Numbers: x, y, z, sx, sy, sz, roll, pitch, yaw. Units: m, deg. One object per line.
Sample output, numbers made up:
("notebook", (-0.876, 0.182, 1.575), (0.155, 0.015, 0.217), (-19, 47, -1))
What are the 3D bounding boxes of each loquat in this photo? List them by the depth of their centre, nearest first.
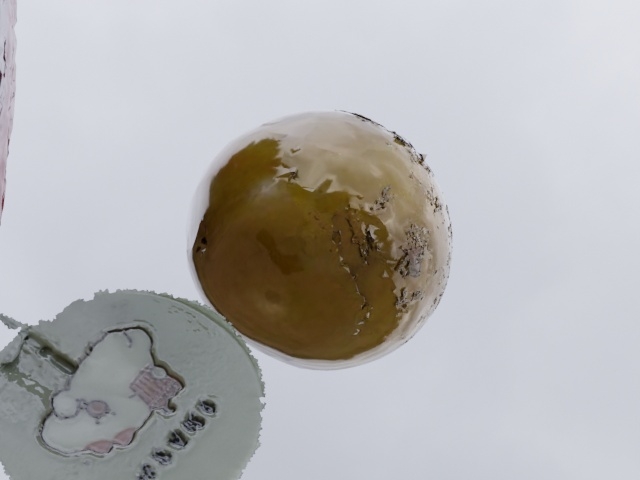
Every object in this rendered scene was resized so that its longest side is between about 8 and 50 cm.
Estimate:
("loquat", (0.000, 0.000, 1.479), (0.235, 0.235, 0.235), (21, -43, 21))

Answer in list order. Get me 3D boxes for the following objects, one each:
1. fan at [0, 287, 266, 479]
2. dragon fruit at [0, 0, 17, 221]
("fan", (-0.184, 0.074, 1.176), (0.329, 0.191, 0.009), (31, -35, 17))
("dragon fruit", (-0.142, -0.097, 0.400), (0.134, 0.211, 0.262), (6, -49, 8))
